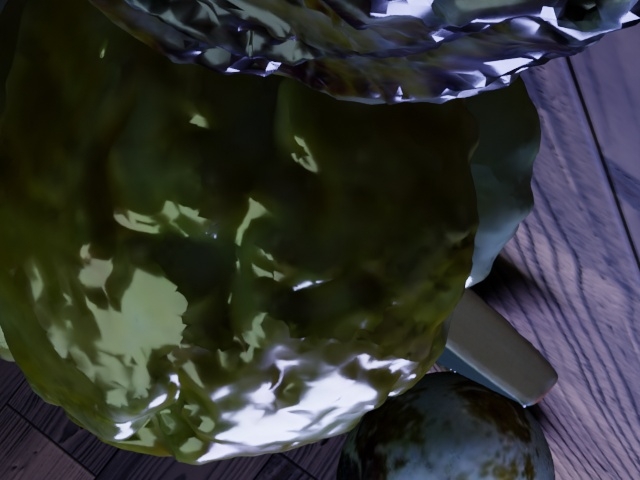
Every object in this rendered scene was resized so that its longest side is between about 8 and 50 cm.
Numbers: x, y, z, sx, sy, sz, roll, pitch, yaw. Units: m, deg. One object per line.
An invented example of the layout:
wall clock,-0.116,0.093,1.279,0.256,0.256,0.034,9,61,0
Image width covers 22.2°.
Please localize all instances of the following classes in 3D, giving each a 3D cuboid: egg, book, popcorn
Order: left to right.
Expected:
popcorn,-0.034,-0.022,0.582,0.183,0.204,0.221,14,166,-33
book,0.000,0.000,1.052,0.260,0.043,0.371,37,176,-7
egg,0.097,0.182,1.241,0.169,0.169,0.231,36,157,12

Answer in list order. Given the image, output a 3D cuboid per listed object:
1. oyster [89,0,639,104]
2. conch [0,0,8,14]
oyster,-0.022,-0.129,0.265,0.162,0.158,0.351,-8,149,10
conch,-0.176,-0.112,1.040,0.116,0.106,0.173,55,162,30
